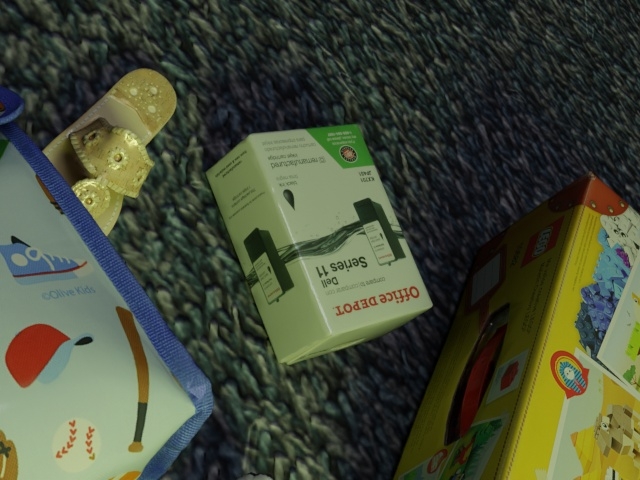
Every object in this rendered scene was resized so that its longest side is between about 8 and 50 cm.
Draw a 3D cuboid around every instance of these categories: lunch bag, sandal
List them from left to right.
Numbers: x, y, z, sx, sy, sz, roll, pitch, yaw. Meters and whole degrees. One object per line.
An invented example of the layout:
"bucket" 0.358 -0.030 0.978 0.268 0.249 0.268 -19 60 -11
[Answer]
"lunch bag" -0.309 0.045 0.598 0.327 0.239 0.385 -18 62 -44
"sandal" -0.182 -0.086 0.881 0.088 0.079 0.240 39 47 -17

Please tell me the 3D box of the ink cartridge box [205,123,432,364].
"ink cartridge box" 0.000 0.000 0.982 0.153 0.087 0.208 -12 75 -43

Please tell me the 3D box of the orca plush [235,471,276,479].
"orca plush" -0.056 0.323 0.736 0.102 0.151 0.287 66 11 -45

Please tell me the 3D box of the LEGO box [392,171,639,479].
"LEGO box" 0.291 0.237 0.998 0.372 0.193 0.500 38 46 -11
